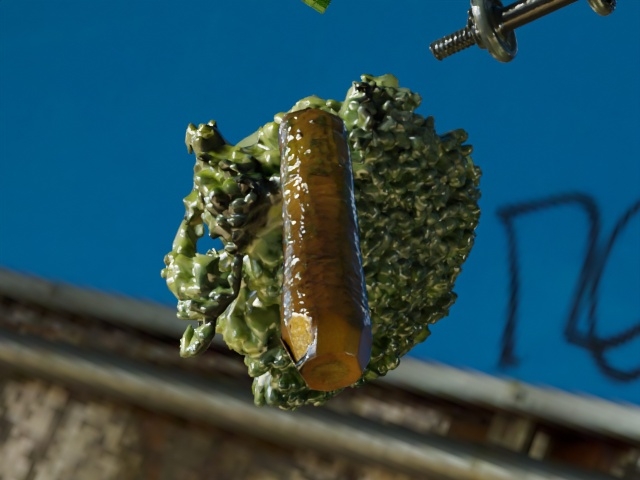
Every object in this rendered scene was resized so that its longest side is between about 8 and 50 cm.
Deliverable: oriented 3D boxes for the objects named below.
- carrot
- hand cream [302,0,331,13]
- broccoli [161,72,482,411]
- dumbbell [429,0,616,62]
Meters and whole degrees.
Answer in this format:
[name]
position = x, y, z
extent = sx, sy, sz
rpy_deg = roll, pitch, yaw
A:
[carrot]
position = 0.000, 0.000, 1.439
extent = 0.070, 0.260, 0.070
rpy_deg = -2, -42, -2
[hand cream]
position = -0.042, -0.328, 2.394
extent = 0.122, 0.023, 0.036
rpy_deg = 32, -15, -10
[broccoli]
position = 0.001, 0.003, 1.881
extent = 0.272, 0.324, 0.334
rpy_deg = 4, -38, 33
[dumbbell]
position = 0.224, -0.238, 1.901
extent = 0.254, 0.081, 0.081
rpy_deg = -23, -38, 24
